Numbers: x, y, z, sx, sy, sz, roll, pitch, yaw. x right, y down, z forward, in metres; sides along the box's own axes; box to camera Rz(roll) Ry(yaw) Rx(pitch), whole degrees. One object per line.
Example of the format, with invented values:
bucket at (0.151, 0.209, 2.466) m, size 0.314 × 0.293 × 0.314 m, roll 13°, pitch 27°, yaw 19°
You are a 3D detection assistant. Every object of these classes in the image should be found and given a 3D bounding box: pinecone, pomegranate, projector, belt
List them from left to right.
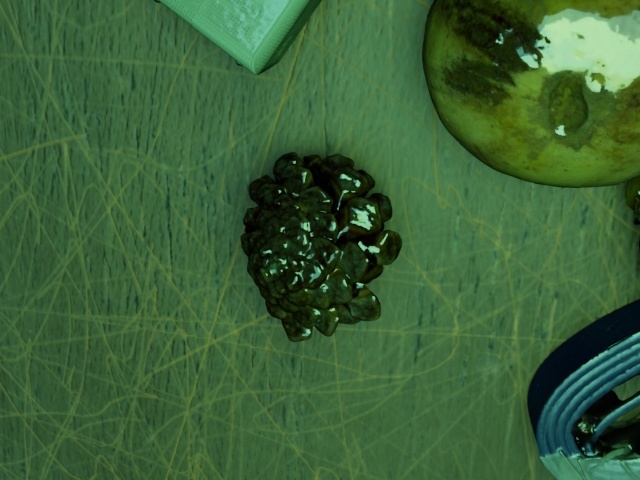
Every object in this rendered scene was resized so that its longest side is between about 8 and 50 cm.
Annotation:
projector at (-0.068, -0.343, 0.982) m, size 0.177 × 0.163 × 0.242 m, roll 36°, pitch 109°, yaw -4°
pinecone at (0.001, -0.001, 1.045) m, size 0.202 × 0.201 × 0.229 m, roll -9°, pitch 101°, yaw 14°
pomegranate at (0.272, -0.205, 0.912) m, size 0.322 × 0.322 × 0.322 m, roll 2°, pitch 105°, yaw 7°
belt at (0.439, 0.192, 1.081) m, size 0.347 × 0.117 × 0.212 m, roll -32°, pitch 98°, yaw 13°

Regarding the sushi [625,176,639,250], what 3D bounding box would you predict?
sushi at (0.475, -0.038, 0.961) m, size 0.227 × 0.215 × 0.212 m, roll -22°, pitch 100°, yaw 14°
